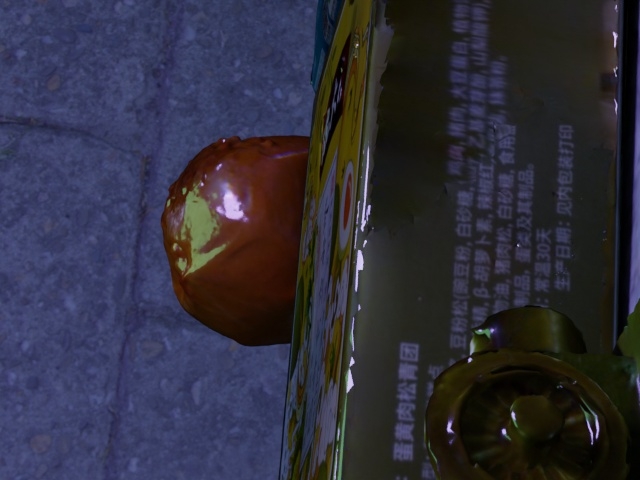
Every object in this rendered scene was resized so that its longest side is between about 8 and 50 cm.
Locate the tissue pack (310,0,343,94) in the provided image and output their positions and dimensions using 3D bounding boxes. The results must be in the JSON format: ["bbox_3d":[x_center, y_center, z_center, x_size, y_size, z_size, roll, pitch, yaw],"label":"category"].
[{"bbox_3d":[0.074,-0.241,1.341,0.271,0.134,0.192,105,172,-67],"label":"tissue pack"}]

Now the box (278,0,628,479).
[{"bbox_3d":[0.063,0.032,0.944,0.373,0.138,0.420,105,171,-69],"label":"box"}]

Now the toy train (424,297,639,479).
[{"bbox_3d":[0.088,0.112,0.372,0.090,0.137,0.225,97,174,-51],"label":"toy train"}]

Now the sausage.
[{"bbox_3d":[0.001,0.000,1.252,0.141,0.268,0.153,-27,69,40],"label":"sausage"}]
